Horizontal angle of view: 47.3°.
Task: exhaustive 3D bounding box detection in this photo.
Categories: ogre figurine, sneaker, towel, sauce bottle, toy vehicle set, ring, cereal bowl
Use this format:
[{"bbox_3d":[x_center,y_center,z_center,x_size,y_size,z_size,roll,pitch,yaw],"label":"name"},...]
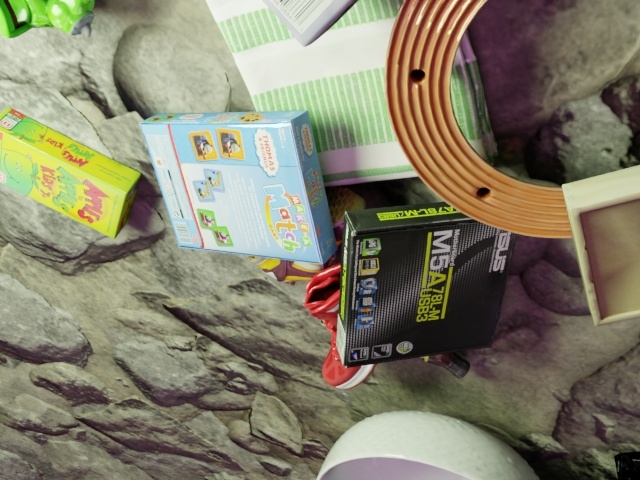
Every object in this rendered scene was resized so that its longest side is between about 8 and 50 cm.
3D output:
[{"bbox_3d":[-0.288,-0.264,0.704,0.196,0.097,0.118,3,121,3],"label":"ogre figurine"},{"bbox_3d":[0.021,0.097,0.896,0.128,0.087,0.221,12,126,-24],"label":"sneaker"},{"bbox_3d":[0.019,-0.191,0.690,0.247,0.038,0.325,-5,129,26],"label":"towel"},{"bbox_3d":[0.138,0.134,0.941,0.128,0.042,0.042,38,133,-12],"label":"sauce bottle"},{"bbox_3d":[0.372,-0.012,0.669,0.266,0.035,0.166,-14,130,15],"label":"toy vehicle set"},{"bbox_3d":[0.000,0.000,0.861,0.084,0.070,0.185,38,140,-27],"label":"sneaker"},{"bbox_3d":[0.223,-0.142,0.630,0.336,0.032,0.337,4,128,5],"label":"ring"},{"bbox_3d":[0.169,0.361,1.061,0.338,0.141,0.339,13,134,15],"label":"cereal bowl"}]

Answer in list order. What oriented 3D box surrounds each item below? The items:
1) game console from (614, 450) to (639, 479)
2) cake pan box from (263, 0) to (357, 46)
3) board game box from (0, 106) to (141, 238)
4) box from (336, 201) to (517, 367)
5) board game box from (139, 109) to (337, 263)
[{"bbox_3d":[0.574,0.407,1.025,0.213,0.044,0.361,-16,123,34],"label":"game console"},{"bbox_3d":[-0.008,-0.314,0.531,0.267,0.070,0.245,45,130,-8],"label":"cake pan box"},{"bbox_3d":[-0.325,-0.083,0.920,0.181,0.043,0.092,27,135,-4],"label":"board game box"},{"bbox_3d":[0.113,0.048,0.798,0.184,0.045,0.191,-4,125,-10],"label":"box"},{"bbox_3d":[-0.091,-0.060,0.800,0.211,0.039,0.160,6,121,35],"label":"board game box"}]
